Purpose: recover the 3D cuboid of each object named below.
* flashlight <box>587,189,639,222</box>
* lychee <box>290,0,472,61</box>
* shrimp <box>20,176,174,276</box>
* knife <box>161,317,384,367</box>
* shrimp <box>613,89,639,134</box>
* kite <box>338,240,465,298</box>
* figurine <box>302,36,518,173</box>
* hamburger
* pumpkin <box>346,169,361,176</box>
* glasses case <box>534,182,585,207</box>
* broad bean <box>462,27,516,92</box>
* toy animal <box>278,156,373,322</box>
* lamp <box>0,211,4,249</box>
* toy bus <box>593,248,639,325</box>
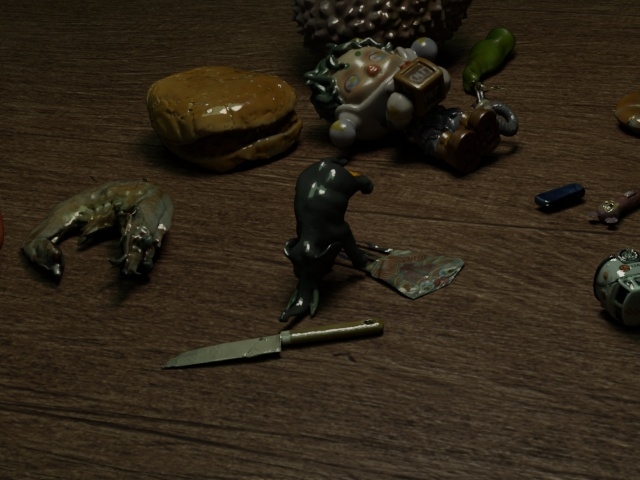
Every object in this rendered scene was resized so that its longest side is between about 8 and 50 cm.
[{"bbox_3d":[0.459,-0.055,1.865,0.110,0.031,0.052,-26,33,-36],"label":"flashlight"},{"bbox_3d":[0.123,-0.517,2.502,0.380,0.380,0.432,4,47,19],"label":"lychee"},{"bbox_3d":[-0.341,-0.011,1.885,0.247,0.085,0.360,-21,26,-10],"label":"shrimp"},{"bbox_3d":[-0.062,0.136,1.597,0.298,0.017,0.047,-7,33,-5],"label":"knife"},{"bbox_3d":[0.666,-0.235,2.154,0.287,0.063,0.152,-7,29,3],"label":"shrimp"},{"bbox_3d":[0.091,0.031,1.783,0.229,0.016,0.127,15,30,34],"label":"kite"},{"bbox_3d":[0.132,-0.245,2.147,0.261,0.186,0.382,-35,43,-27],"label":"figurine"},{"bbox_3d":[-0.181,-0.236,2.227,0.259,0.144,0.283,-29,29,-34],"label":"hamburger"},{"bbox_3d":[0.018,-0.104,2.042,0.101,0.035,0.073,-25,35,-38],"label":"pumpkin"},{"bbox_3d":[0.378,-0.067,1.914,0.083,0.023,0.033,-19,35,-22],"label":"glasses case"},{"bbox_3d":[0.346,-0.364,2.483,0.098,0.056,0.318,6,34,9],"label":"broad bean"},{"bbox_3d":[0.004,0.006,1.723,0.082,0.137,0.269,1,70,32],"label":"toy animal"},{"bbox_3d":[-0.581,-0.032,1.864,0.188,0.164,0.187,-4,24,2],"label":"lamp"},{"bbox_3d":[0.459,0.059,1.585,0.194,0.087,0.089,-7,36,-6],"label":"toy bus"}]
